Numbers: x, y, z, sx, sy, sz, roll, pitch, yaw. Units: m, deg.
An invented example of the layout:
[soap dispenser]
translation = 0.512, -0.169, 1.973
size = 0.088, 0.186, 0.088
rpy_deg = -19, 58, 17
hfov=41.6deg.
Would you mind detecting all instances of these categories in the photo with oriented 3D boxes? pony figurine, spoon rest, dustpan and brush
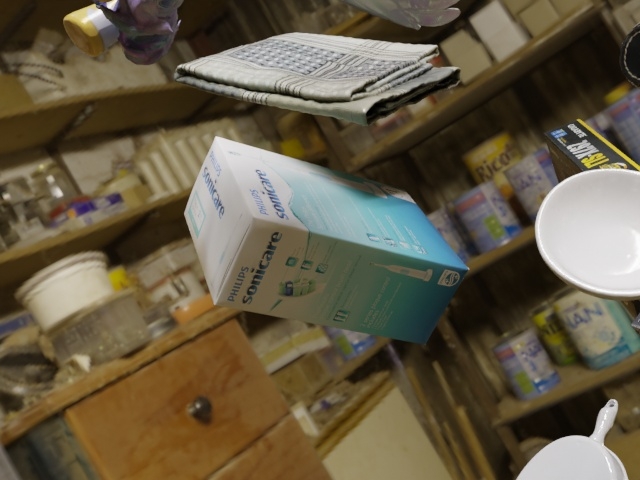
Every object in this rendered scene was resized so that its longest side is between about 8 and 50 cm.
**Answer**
[pony figurine]
translation = -0.077, -0.304, 0.742
size = 0.363, 0.351, 0.302
rpy_deg = -41, -36, -23
[spoon rest]
translation = 0.324, 0.008, 0.719
size = 0.084, 0.276, 0.137
rpy_deg = 84, -157, -56
[dustpan and brush]
translation = 0.345, 0.283, 1.096
size = 0.147, 0.060, 0.211
rpy_deg = 0, 49, 43

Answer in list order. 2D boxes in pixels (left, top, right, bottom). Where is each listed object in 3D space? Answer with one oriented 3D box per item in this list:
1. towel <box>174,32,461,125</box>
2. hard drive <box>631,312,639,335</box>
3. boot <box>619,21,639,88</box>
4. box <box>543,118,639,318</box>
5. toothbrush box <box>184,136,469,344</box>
[towel]
translation = 0.007, -0.247, 1.204
size = 0.324, 0.056, 0.312
rpy_deg = 17, 27, 27
[hard drive]
translation = 0.579, 0.106, 1.145
size = 0.255, 0.054, 0.172
rpy_deg = 9, 42, 48
[boot]
translation = 0.467, -0.200, 0.897
size = 0.377, 0.138, 0.284
rpy_deg = 16, 20, 39
[box]
translation = 0.494, -0.044, 1.452
size = 0.079, 0.257, 0.322
rpy_deg = -22, 21, 7
[toothbrush box]
translation = 0.000, 0.000, 1.060
size = 0.296, 0.216, 0.126
rpy_deg = 14, -65, -28
